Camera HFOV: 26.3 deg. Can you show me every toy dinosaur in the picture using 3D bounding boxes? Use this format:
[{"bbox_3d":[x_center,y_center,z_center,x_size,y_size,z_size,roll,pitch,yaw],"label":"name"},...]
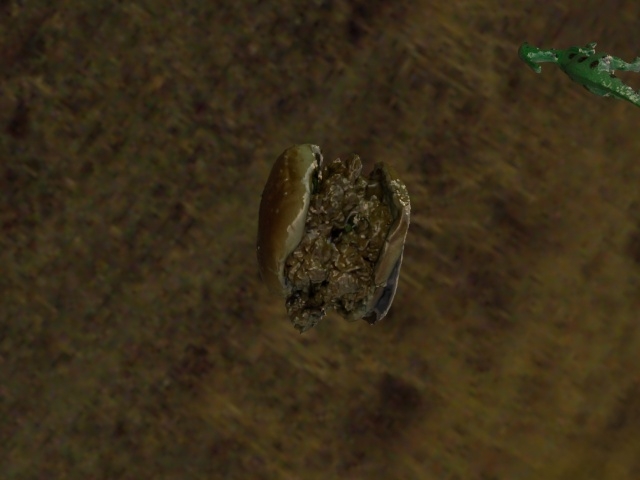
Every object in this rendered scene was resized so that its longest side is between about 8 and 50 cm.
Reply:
[{"bbox_3d":[0.135,-0.084,0.688,0.083,0.062,0.021,-114,-145,-60],"label":"toy dinosaur"}]

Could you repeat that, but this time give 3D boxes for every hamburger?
[{"bbox_3d":[0.000,0.000,1.246,0.159,0.131,0.184,-111,-148,-68],"label":"hamburger"}]
